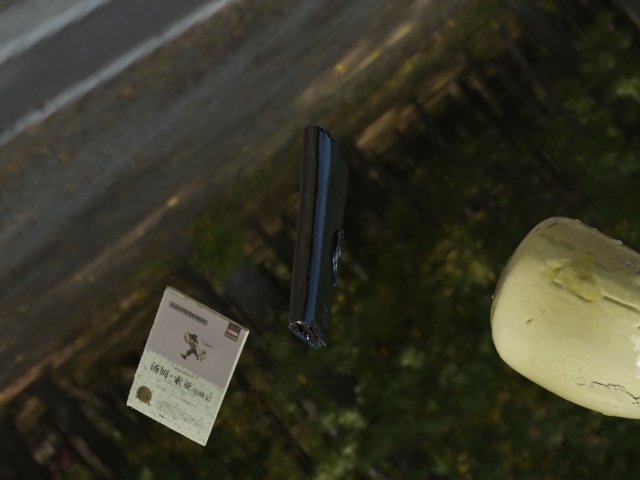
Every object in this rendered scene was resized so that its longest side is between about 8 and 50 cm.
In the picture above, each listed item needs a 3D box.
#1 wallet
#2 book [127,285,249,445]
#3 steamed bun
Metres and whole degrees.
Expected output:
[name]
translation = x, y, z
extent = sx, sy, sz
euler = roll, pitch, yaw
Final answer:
[wallet]
translation = 0.000, 0.000, 2.239
extent = 0.045, 0.317, 0.172
euler = 0, 161, 16
[book]
translation = -0.174, 0.165, 1.910
extent = 0.014, 0.127, 0.181
euler = -26, 140, -64
[steamed bun]
translation = 0.295, 0.096, 1.509
extent = 0.166, 0.232, 0.273
euler = -57, 159, -1
